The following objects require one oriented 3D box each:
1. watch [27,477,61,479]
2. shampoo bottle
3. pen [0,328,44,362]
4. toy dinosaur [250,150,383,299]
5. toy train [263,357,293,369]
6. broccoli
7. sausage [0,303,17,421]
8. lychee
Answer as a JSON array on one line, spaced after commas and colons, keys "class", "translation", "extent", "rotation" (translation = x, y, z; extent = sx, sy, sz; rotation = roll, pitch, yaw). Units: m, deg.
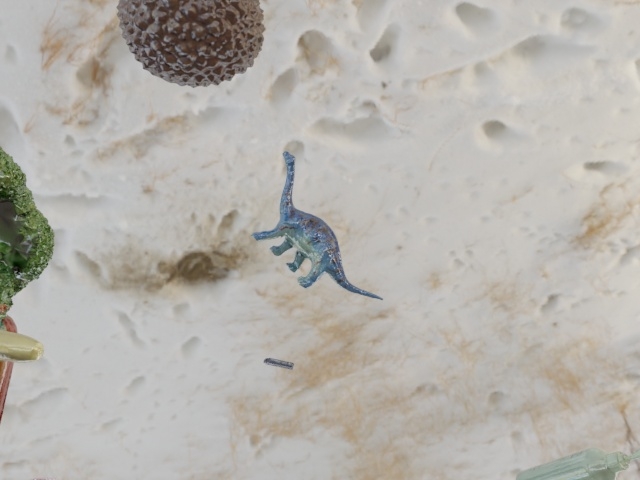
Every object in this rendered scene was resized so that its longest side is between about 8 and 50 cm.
[{"class": "watch", "translation": [-0.602, 0.591, 1.449], "extent": [0.218, 0.248, 0.210], "rotation": [-6, 133, -36]}, {"class": "shampoo bottle", "translation": [0.351, 0.312, 0.946], "extent": [0.056, 0.056, 0.195], "rotation": [15, 142, -30]}, {"class": "pen", "translation": [-0.366, 0.089, 0.691], "extent": [0.234, 0.032, 0.040], "rotation": [4, 107, 21]}, {"class": "toy dinosaur", "translation": [-0.031, 0.007, 1.302], "extent": [0.144, 0.329, 0.076], "rotation": [-32, 177, 0]}, {"class": "toy train", "translation": [-0.112, 0.324, 1.862], "extent": [0.083, 0.017, 0.017], "rotation": [10, 146, 13]}, {"class": "broccoli", "translation": [-0.734, -0.015, 1.429], "extent": [0.310, 0.321, 0.413], "rotation": [3, 109, -51]}, {"class": "sausage", "translation": [-0.516, 0.215, 1.085], "extent": [0.083, 0.083, 0.263], "rotation": [12, 108, -27]}, {"class": "lychee", "translation": [-0.240, -0.412, 1.271], "extent": [0.300, 0.264, 0.264], "rotation": [23, 142, 12]}]
